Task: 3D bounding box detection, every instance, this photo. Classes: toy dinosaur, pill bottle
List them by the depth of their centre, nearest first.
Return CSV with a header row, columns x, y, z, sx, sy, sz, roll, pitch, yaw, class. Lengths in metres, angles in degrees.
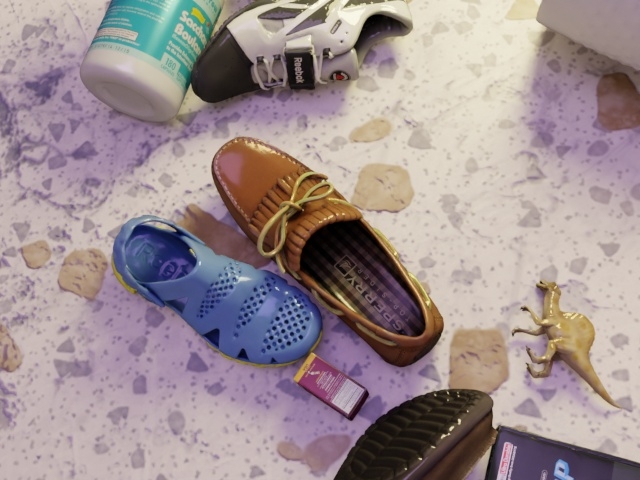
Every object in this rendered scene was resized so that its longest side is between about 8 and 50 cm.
x,y,z,sx,sy,sz,roll,pitch,yaw,class
0.296,0.131,0.957,0.092,0.053,0.183,-22,70,-2,toy dinosaur
-0.228,-0.314,1.122,0.146,0.146,0.264,16,75,12,pill bottle

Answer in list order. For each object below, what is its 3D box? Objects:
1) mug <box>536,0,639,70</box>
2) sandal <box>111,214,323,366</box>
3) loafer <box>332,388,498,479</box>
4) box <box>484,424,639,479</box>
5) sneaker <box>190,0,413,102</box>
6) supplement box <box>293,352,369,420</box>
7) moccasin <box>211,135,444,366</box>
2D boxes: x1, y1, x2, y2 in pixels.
x,y,z,sx,sy,sz,roll,pitch,yaw,class
0.504,-0.357,1.007,0.328,0.276,0.374,29,47,10,mug
-0.145,0.060,0.991,0.317,0.138,0.126,23,73,12,sandal
0.075,0.313,0.879,0.366,0.134,0.130,-41,107,-21,loafer
0.263,0.340,0.889,0.175,0.051,0.220,14,74,11,box
-0.021,-0.268,1.094,0.330,0.122,0.146,-32,69,-4,sneaker
0.014,0.182,0.972,0.083,0.055,0.043,32,78,15,supplement box
-0.003,0.002,0.986,0.139,0.147,0.380,-37,71,-6,moccasin
